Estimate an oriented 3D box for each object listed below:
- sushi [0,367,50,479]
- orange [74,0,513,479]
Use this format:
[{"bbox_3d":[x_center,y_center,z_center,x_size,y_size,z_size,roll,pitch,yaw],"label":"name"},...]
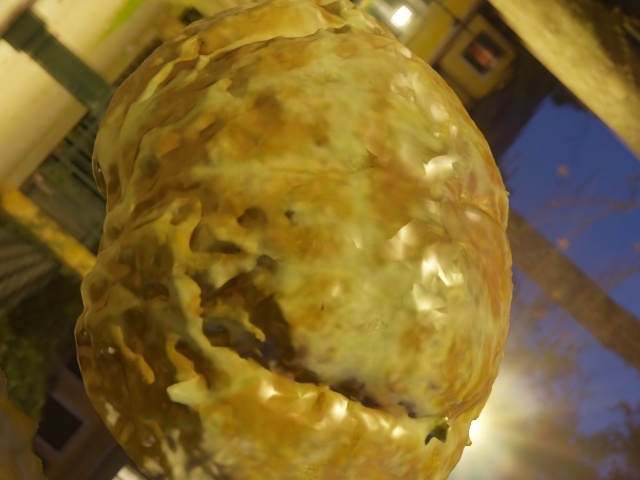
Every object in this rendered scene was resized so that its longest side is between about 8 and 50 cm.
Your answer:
[{"bbox_3d":[-0.255,0.199,0.417,0.397,0.351,0.240,-14,-155,17],"label":"sushi"},{"bbox_3d":[0.000,0.000,0.833,0.210,0.271,0.368,-30,-126,49],"label":"orange"}]
